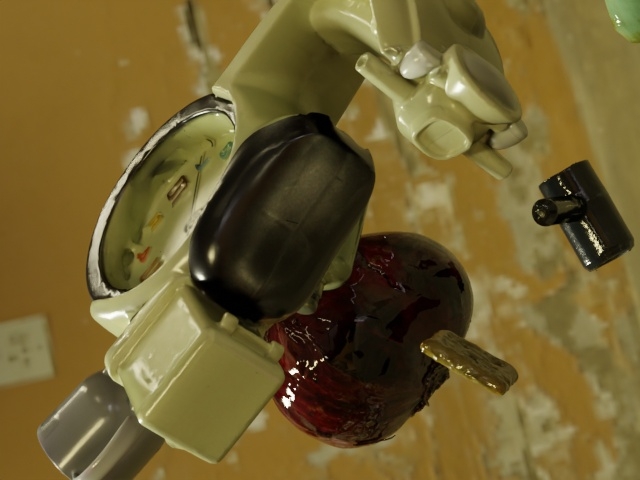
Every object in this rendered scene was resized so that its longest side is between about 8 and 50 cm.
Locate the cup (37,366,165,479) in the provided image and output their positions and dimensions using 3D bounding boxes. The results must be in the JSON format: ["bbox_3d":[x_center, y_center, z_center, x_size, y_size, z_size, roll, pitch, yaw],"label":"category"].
[{"bbox_3d":[-0.265,0.227,1.989,0.134,0.142,0.173,46,-171,17],"label":"cup"}]

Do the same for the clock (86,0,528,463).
[{"bbox_3d":[-0.002,-0.064,1.007,0.120,0.379,0.276,32,-167,-30],"label":"clock"}]

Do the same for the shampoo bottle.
[{"bbox_3d":[0.000,0.000,1.616,0.079,0.079,0.162,81,-160,-61],"label":"shampoo bottle"}]

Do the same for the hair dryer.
[{"bbox_3d":[0.292,-0.027,1.864,0.124,0.071,0.219,61,-158,12],"label":"hair dryer"}]

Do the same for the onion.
[{"bbox_3d":[0.053,0.104,1.866,0.221,0.280,0.281,44,-148,-79],"label":"onion"}]

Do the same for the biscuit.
[{"bbox_3d":[0.129,0.104,1.379,0.018,0.083,0.081,-63,-13,12],"label":"biscuit"}]

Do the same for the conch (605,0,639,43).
[{"bbox_3d":[0.347,-0.293,1.795,0.106,0.079,0.170,43,152,38],"label":"conch"}]
